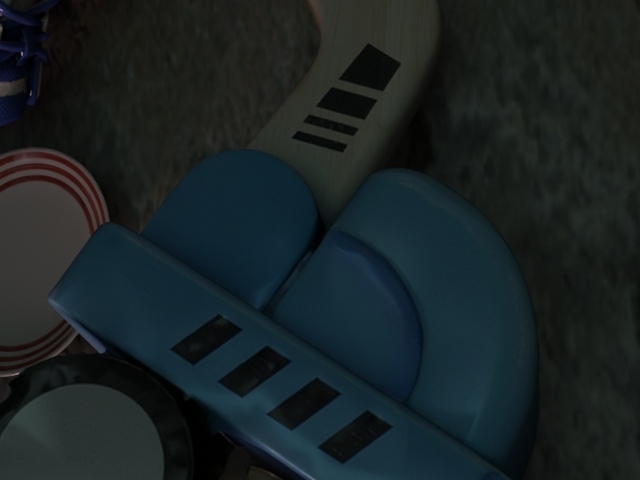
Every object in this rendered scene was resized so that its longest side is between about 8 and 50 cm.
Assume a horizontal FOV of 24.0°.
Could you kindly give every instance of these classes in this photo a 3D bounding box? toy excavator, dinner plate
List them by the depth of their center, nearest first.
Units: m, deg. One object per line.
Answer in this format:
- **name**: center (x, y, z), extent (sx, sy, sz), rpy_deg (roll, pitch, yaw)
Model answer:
- **toy excavator**: center (0.000, 0.000, 0.794), extent (0.433, 0.222, 0.445), rpy_deg (33, 77, 18)
- **dinner plate**: center (-0.180, 0.013, 0.901), extent (0.141, 0.017, 0.141), rpy_deg (-7, 74, 26)

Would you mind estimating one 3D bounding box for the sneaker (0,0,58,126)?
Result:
- **sneaker**: center (-0.183, -0.138, 0.864), extent (0.296, 0.112, 0.131), rpy_deg (-36, 78, 39)
